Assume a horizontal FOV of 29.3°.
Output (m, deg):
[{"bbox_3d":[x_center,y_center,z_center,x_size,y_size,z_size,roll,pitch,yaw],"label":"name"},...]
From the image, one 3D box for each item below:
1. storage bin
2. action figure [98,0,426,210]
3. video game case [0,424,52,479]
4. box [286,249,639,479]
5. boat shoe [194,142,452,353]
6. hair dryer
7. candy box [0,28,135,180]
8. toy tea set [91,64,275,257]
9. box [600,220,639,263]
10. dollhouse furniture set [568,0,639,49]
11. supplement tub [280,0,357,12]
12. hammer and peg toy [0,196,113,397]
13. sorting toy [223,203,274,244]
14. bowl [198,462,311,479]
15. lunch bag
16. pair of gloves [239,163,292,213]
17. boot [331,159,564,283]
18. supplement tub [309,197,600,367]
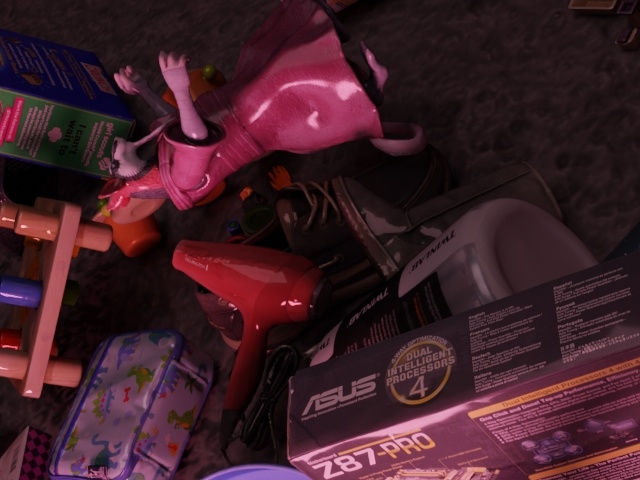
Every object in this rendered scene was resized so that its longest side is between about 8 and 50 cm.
[{"bbox_3d":[-0.495,-0.085,1.968,0.084,0.122,0.180,-28,44,20],"label":"storage bin"},{"bbox_3d":[-0.104,-0.136,1.485,0.370,0.275,0.248,-37,17,2],"label":"action figure"},{"bbox_3d":[-0.406,0.377,1.501,0.210,0.042,0.232,-49,26,28],"label":"video game case"},{"bbox_3d":[0.219,0.163,1.008,0.395,0.318,0.097,-23,46,26],"label":"box"},{"bbox_3d":[0.000,0.000,1.470,0.355,0.130,0.132,-40,41,7],"label":"boat shoe"},{"bbox_3d":[-0.076,0.112,1.385,0.224,0.080,0.293,-35,74,11],"label":"hair dryer"},{"bbox_3d":[-0.483,-0.232,1.923,0.122,0.317,0.268,-65,34,21],"label":"candy box"},{"bbox_3d":[-0.209,-0.118,1.687,0.336,0.200,0.124,-38,70,15],"label":"toy tea set"},{"bbox_3d":[0.321,0.082,1.196,0.233,0.044,0.159,-47,40,-1],"label":"box"},{"bbox_3d":[0.331,-0.287,1.459,0.114,0.081,0.091,12,66,45],"label":"dollhouse furniture set"},{"bbox_3d":[0.033,-0.417,1.772,0.200,0.144,0.144,-25,45,23],"label":"supplement tub"},{"bbox_3d":[-0.387,0.121,1.637,0.266,0.127,0.361,-173,96,-68],"label":"hammer and peg toy"},{"bbox_3d":[-0.094,-0.001,1.629,0.061,0.042,0.102,26,64,33],"label":"sorting toy"},{"bbox_3d":[-0.052,0.409,1.157,0.391,0.077,0.391,-15,65,35],"label":"bowl"},{"bbox_3d":[-0.241,0.220,1.531,0.176,0.090,0.219,-5,54,43],"label":"lunch bag"},{"bbox_3d":[-0.076,-0.068,1.683,0.083,0.010,0.074,-41,41,8],"label":"pair of gloves"},{"bbox_3d":[0.137,-0.041,1.364,0.209,0.076,0.189,-30,59,-3],"label":"boot"},{"bbox_3d":[0.118,0.118,1.177,0.316,0.194,0.193,-43,35,37],"label":"supplement tub"}]
